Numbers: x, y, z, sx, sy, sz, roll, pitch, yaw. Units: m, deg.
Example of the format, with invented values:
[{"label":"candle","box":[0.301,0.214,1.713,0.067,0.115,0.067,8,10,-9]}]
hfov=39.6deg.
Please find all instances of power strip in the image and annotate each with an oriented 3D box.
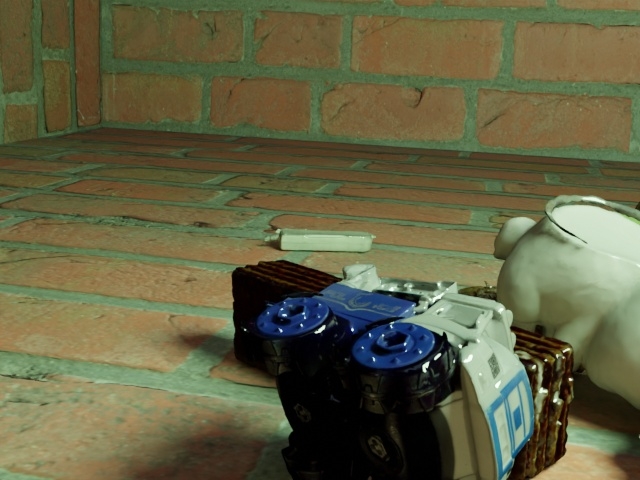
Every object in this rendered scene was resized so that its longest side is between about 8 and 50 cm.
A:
[{"label":"power strip","box":[0.000,0.000,1.503,0.191,0.030,0.047,1,14,-5]}]

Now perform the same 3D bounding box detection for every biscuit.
[{"label":"biscuit","box":[0.054,0.107,0.846,0.073,0.107,0.388,-13,19,-42]}]

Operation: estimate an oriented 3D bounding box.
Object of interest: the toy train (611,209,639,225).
[{"label":"toy train","box":[0.457,0.058,1.057,0.253,0.160,0.397,-10,18,-30]}]

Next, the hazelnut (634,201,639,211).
[{"label":"hazelnut","box":[0.576,-0.013,1.300,0.210,0.186,0.210,-1,19,0]}]

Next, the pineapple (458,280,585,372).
[{"label":"pineapple","box":[0.218,0.095,1.015,0.225,0.076,0.225,1,13,0]}]

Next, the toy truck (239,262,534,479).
[{"label":"toy truck","box":[0.059,0.101,0.661,0.213,0.161,0.177,12,35,41]}]

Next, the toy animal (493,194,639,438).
[{"label":"toy animal","box":[0.298,0.080,0.835,0.209,0.154,0.325,-3,32,-16]}]
